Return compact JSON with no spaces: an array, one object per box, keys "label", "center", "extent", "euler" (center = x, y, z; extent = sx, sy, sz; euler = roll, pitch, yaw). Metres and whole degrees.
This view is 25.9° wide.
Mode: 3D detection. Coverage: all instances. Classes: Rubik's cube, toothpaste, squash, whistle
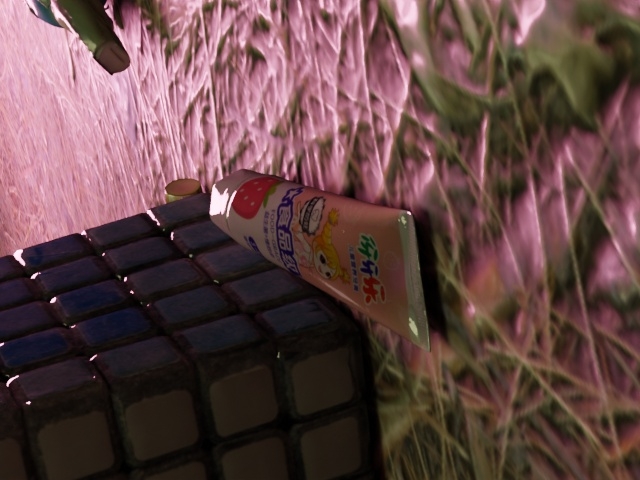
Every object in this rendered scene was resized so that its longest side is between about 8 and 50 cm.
[{"label":"Rubik's cube","center":[-0.115,0.138,0.831],"extent":[0.237,0.237,0.238],"euler":[37,140,59]},{"label":"toothpaste","center":[0.000,0.000,0.705],"extent":[0.194,0.043,0.067],"euler":[23,125,59]},{"label":"squash","center":[-0.090,-0.001,0.970],"extent":[0.027,0.028,0.083],"euler":[-134,31,-54]},{"label":"whistle","center":[-0.200,-0.206,1.043],"extent":[0.235,0.077,0.114],"euler":[51,-178,36]}]
